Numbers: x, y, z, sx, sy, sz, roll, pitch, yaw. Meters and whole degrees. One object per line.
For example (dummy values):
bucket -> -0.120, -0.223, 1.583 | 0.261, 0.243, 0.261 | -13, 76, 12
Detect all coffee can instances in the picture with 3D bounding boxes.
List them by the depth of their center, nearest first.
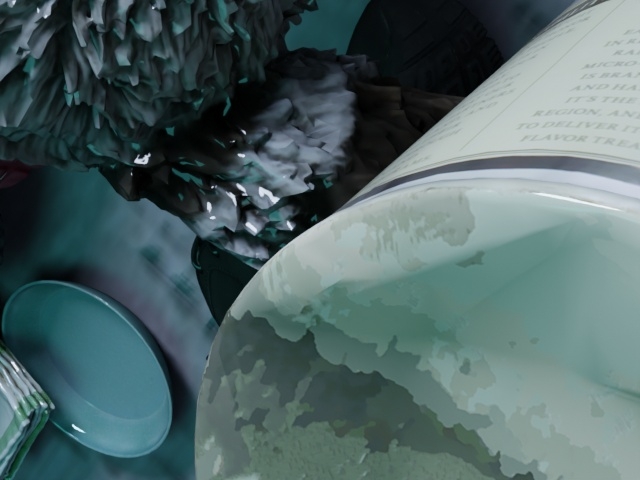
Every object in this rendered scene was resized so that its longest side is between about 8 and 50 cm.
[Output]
coffee can -> 0.126, 0.015, 0.489 | 0.202, 0.275, 0.201 | 18, 126, 26

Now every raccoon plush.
raccoon plush -> -0.043, -0.177, 0.640 | 0.446, 0.216, 0.299 | 23, 103, -23

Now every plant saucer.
plant saucer -> -0.127, 0.068, 1.065 | 0.119, 0.021, 0.119 | 20, 130, 25

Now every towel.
towel -> -0.225, 0.070, 1.119 | 0.152, 0.023, 0.113 | 48, 142, 9

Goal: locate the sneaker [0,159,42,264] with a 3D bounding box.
sneaker -> -0.206, -0.067, 0.965 | 0.299, 0.121, 0.112 | -55, 51, 38

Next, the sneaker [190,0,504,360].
sneaker -> 0.000, 0.000, 0.864 | 0.130, 0.109, 0.286 | 32, 133, 23
